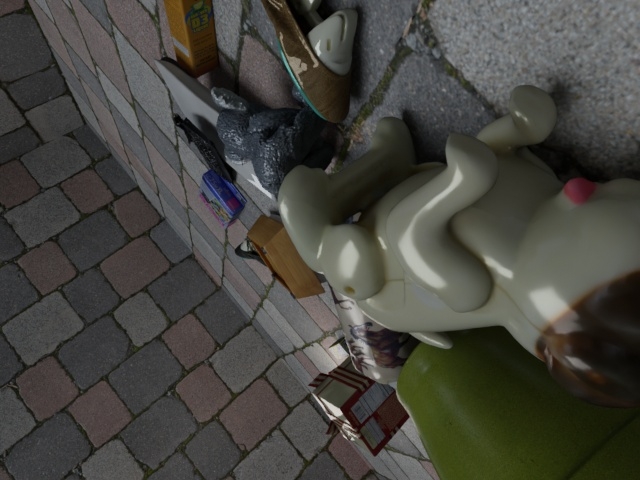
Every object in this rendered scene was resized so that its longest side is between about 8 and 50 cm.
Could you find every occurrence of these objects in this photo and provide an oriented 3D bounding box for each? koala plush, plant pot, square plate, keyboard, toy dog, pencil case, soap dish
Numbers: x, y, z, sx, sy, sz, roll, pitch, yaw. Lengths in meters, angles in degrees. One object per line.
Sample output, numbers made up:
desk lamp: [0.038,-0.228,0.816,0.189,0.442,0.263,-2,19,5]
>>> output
koala plush: [-0.112,-0.202,0.791,0.221,0.203,0.196,26,147,18]
plant pot: [0.322,0.314,0.678,0.353,0.366,0.367,45,159,45]
square plate: [-0.247,-0.278,1.085,0.347,0.049,0.344,41,169,12]
keyboard: [-0.372,-0.289,1.293,0.201,0.033,0.317,44,170,8]
toy dog: [0.195,0.029,0.500,0.407,0.284,0.396,12,120,46]
pencil case: [0.091,0.065,0.827,0.159,0.183,0.411,-14,102,20]
soap dish: [-0.110,0.044,1.248,0.229,0.118,0.291,60,166,-19]

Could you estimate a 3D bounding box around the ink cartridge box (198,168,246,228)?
ink cartridge box: [-0.387,-0.162,1.590,0.186,0.065,0.311,53,155,-3]

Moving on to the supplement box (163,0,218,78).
supplement box: [-0.288,-0.486,0.914,0.080,0.078,0.233,44,156,17]

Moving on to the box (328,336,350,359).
box: [0.085,0.402,1.550,0.059,0.054,0.169,49,157,8]

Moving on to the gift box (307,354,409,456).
gift box: [0.124,0.573,1.463,0.255,0.276,0.258,60,157,-7]

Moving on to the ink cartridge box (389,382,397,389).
ink cartridge box: [0.281,0.447,1.288,0.232,0.066,0.189,31,157,-6]

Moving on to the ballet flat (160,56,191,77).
ballet flat: [-0.379,-0.428,1.176,0.074,0.074,0.203,22,149,49]

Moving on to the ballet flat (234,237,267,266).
ballet flat: [-0.232,0.032,1.561,0.280,0.095,0.096,16,130,38]

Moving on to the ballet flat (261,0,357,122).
ballet flat: [-0.018,-0.349,0.613,0.124,0.116,0.343,-14,110,44]
